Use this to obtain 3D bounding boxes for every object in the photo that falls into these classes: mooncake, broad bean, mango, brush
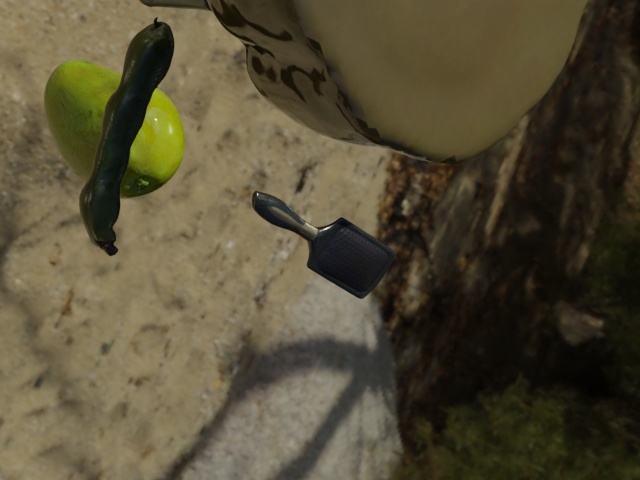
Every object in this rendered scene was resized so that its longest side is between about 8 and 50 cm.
[{"bbox_3d":[0.073,-0.270,1.032,0.201,0.378,0.378,16,-102,56],"label":"mooncake"},{"bbox_3d":[-0.207,-0.110,1.110,0.052,0.053,0.256,-58,165,-83],"label":"broad bean"},{"bbox_3d":[-0.327,-0.169,1.659,0.149,0.273,0.185,-6,116,-55],"label":"mango"},{"bbox_3d":[0.000,0.000,1.040,0.193,0.016,0.063,31,95,-37],"label":"brush"}]

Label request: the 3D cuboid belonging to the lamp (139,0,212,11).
[{"bbox_3d":[-0.205,-0.345,1.266,0.121,0.215,0.121,-48,151,-37],"label":"lamp"}]
